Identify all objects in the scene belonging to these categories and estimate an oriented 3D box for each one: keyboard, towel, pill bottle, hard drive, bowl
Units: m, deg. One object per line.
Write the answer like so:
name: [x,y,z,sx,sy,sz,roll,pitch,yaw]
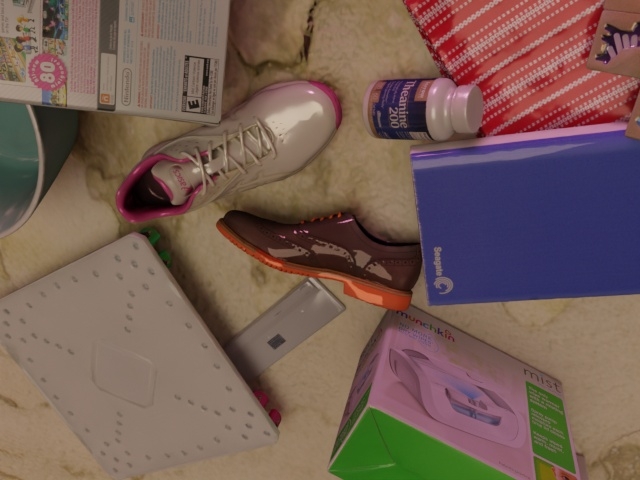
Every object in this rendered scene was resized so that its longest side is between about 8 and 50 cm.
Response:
keyboard: [-0.073,0.145,0.910,0.072,0.014,0.256,42,120,-13]
towel: [0.235,-0.192,0.640,0.198,0.031,0.275,-27,106,25]
pill bottle: [0.112,-0.143,0.658,0.120,0.067,0.067,8,120,34]
hard drive: [0.272,-0.024,0.676,0.318,0.040,0.210,-5,123,13]
bowl: [-0.442,-0.168,0.770,0.311,0.163,0.312,6,116,13]

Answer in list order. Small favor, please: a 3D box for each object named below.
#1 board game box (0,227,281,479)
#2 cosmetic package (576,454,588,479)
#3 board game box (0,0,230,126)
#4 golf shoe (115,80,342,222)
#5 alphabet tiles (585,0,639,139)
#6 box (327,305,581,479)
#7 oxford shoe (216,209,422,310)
board game box: [-0.306,0.203,0.972,0.389,0.050,0.390,-22,108,27]
cosmetic package: [0.242,0.392,0.817,0.224,0.224,0.138,12,119,10]
board game box: [-0.244,-0.242,0.593,0.303,0.097,0.224,4,103,-15]
golf shoe: [-0.116,-0.094,0.728,0.306,0.140,0.115,-22,106,23]
alphabet tiles: [0.405,-0.194,0.478,0.342,0.011,0.285,26,114,37]
box: [0.168,0.230,0.754,0.261,0.231,0.127,27,119,2]
oxford shoe: [0.000,0.000,0.782,0.271,0.097,0.099,19,100,1]
